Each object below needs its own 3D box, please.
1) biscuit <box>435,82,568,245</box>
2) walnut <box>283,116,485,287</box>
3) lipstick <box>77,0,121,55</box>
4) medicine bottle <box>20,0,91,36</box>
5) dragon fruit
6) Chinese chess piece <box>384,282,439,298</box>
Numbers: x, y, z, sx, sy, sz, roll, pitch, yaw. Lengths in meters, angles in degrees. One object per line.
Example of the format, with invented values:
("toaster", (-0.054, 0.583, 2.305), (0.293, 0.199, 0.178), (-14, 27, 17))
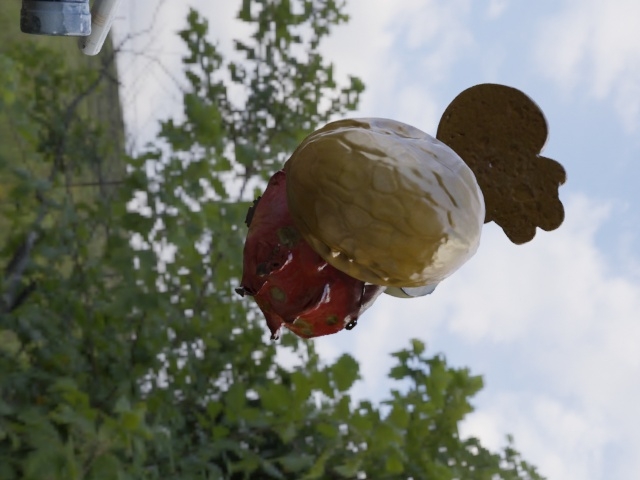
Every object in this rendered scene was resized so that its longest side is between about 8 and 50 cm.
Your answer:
("biscuit", (0.314, -0.133, 1.766), (0.288, 0.202, 0.044), (60, 12, 10))
("walnut", (0.061, -0.038, 1.011), (0.159, 0.207, 0.159), (23, 90, -90))
("lipstick", (-0.355, -0.355, 1.663), (0.141, 0.040, 0.040), (-50, -132, 47))
("medicine bottle", (-0.380, -0.443, 1.482), (0.141, 0.142, 0.293), (-146, -123, -63))
("dragon fruit", (0.001, 0.001, 1.215), (0.274, 0.161, 0.126), (-57, -148, -1))
("Chinese chess piece", (0.186, -0.006, 2.164), (0.104, 0.257, 0.257), (14, -71, 40))
